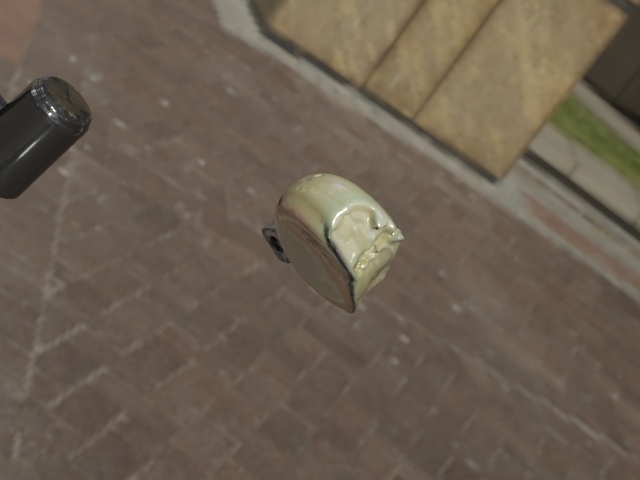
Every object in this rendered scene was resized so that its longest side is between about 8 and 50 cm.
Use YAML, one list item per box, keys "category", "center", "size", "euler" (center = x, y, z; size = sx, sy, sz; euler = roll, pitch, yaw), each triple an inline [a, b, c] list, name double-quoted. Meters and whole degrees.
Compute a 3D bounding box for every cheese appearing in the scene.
- category: "cheese"
  center: [0.004, 0.006, 1.025]
  size: [0.092, 0.048, 0.171]
  euler: [53, -18, 5]

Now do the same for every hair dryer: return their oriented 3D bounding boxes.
- category: "hair dryer"
  center: [-0.329, -0.170, 1.450]
  size: [0.248, 0.114, 0.070]
  euler: [53, 21, 5]
